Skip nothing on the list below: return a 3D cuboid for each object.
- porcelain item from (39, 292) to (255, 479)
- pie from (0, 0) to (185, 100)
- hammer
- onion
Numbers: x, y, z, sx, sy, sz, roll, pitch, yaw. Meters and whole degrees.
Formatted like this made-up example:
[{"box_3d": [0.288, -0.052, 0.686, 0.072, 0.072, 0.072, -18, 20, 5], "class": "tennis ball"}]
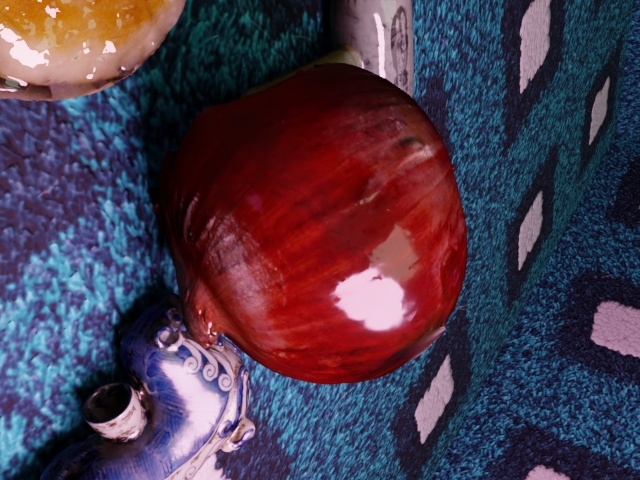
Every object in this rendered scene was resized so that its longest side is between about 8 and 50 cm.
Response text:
[{"box_3d": [-0.189, 0.207, 0.688, 0.288, 0.138, 0.186, -51, 133, -32], "class": "porcelain item"}, {"box_3d": [-0.219, -0.259, 0.448, 0.339, 0.077, 0.339, -27, 125, -46], "class": "pie"}, {"box_3d": [0.008, -0.208, 0.810, 0.305, 0.113, 0.202, -38, 133, -35], "class": "hammer"}, {"box_3d": [0.005, -0.003, 0.678, 0.341, 0.341, 0.341, -33, 132, -46], "class": "onion"}]
